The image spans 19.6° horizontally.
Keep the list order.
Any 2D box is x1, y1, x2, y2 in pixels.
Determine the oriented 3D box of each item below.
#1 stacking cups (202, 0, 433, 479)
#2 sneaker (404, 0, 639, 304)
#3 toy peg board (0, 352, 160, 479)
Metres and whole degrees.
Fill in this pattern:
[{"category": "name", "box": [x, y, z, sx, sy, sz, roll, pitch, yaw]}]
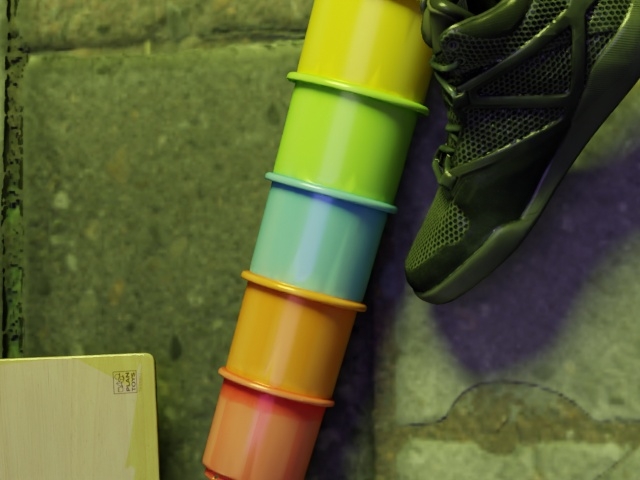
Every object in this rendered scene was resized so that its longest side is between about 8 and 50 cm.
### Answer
[{"category": "stacking cups", "box": [0.000, 0.000, 1.121, 0.096, 0.096, 0.316, 14, 89, 15]}, {"category": "sneaker", "box": [0.088, -0.074, 1.075, 0.130, 0.087, 0.227, 26, 113, -16]}, {"category": "toy peg board", "box": [-0.180, 0.156, 1.176, 0.161, 0.079, 0.161, -3, 85, -1]}]
